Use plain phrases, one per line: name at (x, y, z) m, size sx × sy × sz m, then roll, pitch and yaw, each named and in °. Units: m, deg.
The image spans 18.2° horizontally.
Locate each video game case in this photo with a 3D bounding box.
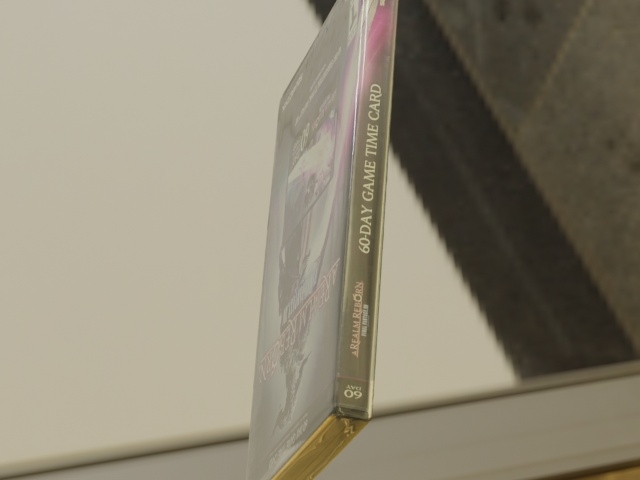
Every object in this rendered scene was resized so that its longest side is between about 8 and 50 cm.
video game case at (0.000, 0.000, 1.139) m, size 0.196 × 0.026 × 0.274 m, roll 126°, pitch 152°, yaw -62°
